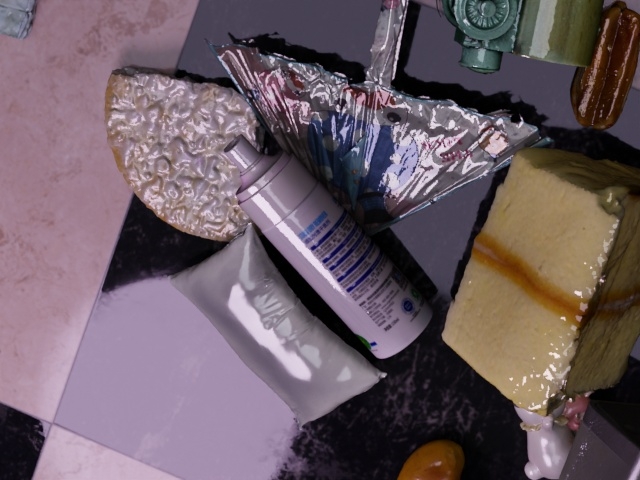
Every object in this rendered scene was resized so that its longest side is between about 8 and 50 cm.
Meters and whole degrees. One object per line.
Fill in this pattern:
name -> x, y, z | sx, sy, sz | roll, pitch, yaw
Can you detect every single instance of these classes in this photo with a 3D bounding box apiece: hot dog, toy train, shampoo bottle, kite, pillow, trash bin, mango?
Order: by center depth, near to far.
toy train -> 0.232, -0.327, 1.343 | 0.189, 0.126, 0.307 | 6, 104, -13
kite -> 0.054, -0.138, 1.388 | 0.406, 0.014, 0.368 | 17, 126, 10
hot dog -> 0.319, -0.194, 1.390 | 0.062, 0.038, 0.144 | 14, 102, 8
trash bin -> 0.347, 0.317, 1.432 | 0.164, 0.122, 0.240 | 10, 111, -32
shampoo bottle -> 0.000, 0.000, 1.435 | 0.092, 0.092, 0.303 | -40, 103, 15
pillow -> -0.052, 0.101, 1.482 | 0.254, 0.078, 0.144 | 49, 127, -6
mango -> 0.135, 0.294, 1.519 | 0.080, 0.060, 0.114 | 35, 108, 16

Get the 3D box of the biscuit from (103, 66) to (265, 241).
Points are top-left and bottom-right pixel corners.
biscuit -> -0.147, -0.109, 1.480 | 0.188, 0.040, 0.265 | -38, 96, 15

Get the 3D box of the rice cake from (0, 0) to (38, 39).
rice cake -> -0.432, -0.315, 1.476 | 0.211, 0.038, 0.124 | 20, 105, 4

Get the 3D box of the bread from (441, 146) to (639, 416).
bread -> 0.308, 0.053, 1.347 | 0.236, 0.198, 0.263 | 9, 111, -28

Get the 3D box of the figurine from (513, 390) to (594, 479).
figurine -> 0.272, 0.200, 1.481 | 0.098, 0.081, 0.146 | -18, 97, -32
